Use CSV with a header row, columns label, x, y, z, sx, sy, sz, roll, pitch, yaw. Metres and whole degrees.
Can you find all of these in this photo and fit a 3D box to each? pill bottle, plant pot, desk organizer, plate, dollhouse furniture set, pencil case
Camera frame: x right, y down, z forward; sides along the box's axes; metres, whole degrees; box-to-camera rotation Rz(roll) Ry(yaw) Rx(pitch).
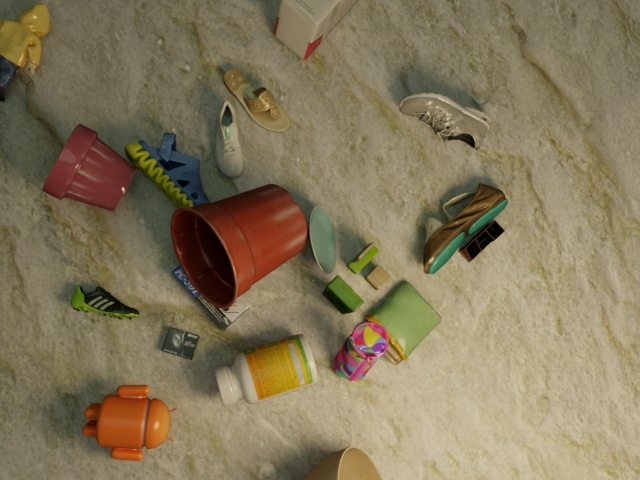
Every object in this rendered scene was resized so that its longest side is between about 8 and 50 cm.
label,x,y,z,sx,sy,sz,roll,pitch,yaw
pill bottle,-0.141,0.338,1.699,0.246,0.136,0.136,-16,81,-11
plant pot,0.032,0.666,1.614,0.191,0.284,0.284,-22,81,21
desk organizer,0.462,0.002,1.895,0.130,0.050,0.047,-41,86,-13
plate,0.000,0.000,1.777,0.024,0.188,0.188,-10,79,19
dollhouse furniture set,0.180,0.169,1.770,0.301,0.151,0.197,45,76,2
plant pot,-0.192,-0.006,1.688,0.265,0.272,0.272,-28,83,-34
pencil case,0.100,0.287,1.692,0.104,0.236,0.104,4,63,-8
plant pot,-0.590,-0.174,1.723,0.180,0.201,0.201,28,76,-17

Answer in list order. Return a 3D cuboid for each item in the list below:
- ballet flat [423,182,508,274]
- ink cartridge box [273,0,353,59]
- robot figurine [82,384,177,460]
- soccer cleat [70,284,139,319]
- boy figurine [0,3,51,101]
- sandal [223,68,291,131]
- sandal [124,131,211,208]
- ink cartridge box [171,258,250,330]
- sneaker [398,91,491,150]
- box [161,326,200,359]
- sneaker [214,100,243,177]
label,x,y,z,sx,sy,sz,roll,pitch,yaw
ballet flat,0.378,-0.047,1.873,0.342,0.116,0.124,-42,67,-14
ink cartridge box,0.015,-0.698,1.886,0.131,0.226,0.306,37,75,-1
robot figurine,-0.469,0.451,1.638,0.220,0.128,0.158,5,51,-6
soccer cleat,-0.555,0.160,1.719,0.179,0.060,0.072,12,76,-2
boy figurine,-0.839,-0.528,1.802,0.177,0.092,0.285,27,76,-2
sandal,-0.181,-0.403,1.873,0.240,0.079,0.088,43,77,2
sandal,-0.375,-0.176,1.783,0.138,0.126,0.317,-43,88,-18
ink cartridge box,-0.292,0.132,1.767,0.097,0.046,0.207,-42,87,-14
sneaker,0.358,-0.346,1.923,0.281,0.105,0.115,15,77,-5
box,-0.367,0.271,1.742,0.083,0.018,0.067,19,77,-4
sneaker,-0.256,-0.281,1.831,0.080,0.094,0.212,-7,80,-11
